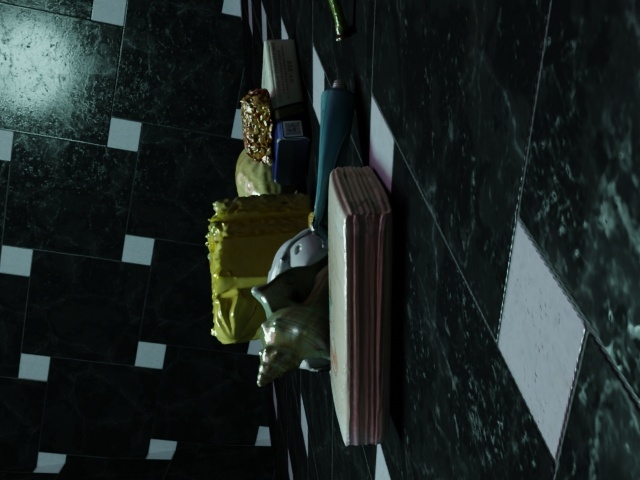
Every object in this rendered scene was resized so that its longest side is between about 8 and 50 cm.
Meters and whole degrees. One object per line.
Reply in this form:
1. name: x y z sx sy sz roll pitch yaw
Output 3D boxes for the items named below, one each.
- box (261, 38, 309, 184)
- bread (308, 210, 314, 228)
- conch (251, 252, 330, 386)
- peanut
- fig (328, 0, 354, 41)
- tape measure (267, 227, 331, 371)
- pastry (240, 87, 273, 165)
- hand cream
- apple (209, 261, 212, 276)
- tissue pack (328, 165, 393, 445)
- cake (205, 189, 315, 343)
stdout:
1. box: -0.075 -0.266 1.795 0.168 0.071 0.259 102 161 -61
2. bread: 0.000 0.000 1.532 0.083 0.044 0.110 -152 59 -85
3. conch: -0.040 0.116 1.276 0.114 0.137 0.233 99 -178 -45
4. peanut: -0.107 -0.072 1.899 0.159 0.143 0.291 -86 -9 -73
5. fig: 0.012 -0.358 1.067 0.259 0.151 0.151 40 -143 -61
6. tape measure: -0.021 0.094 1.421 0.197 0.120 0.236 164 106 -65
7. pastry: -0.128 -0.224 1.721 0.087 0.063 0.169 -110 18 -51
8. hand cream: 0.015 -0.111 1.169 0.083 0.048 0.224 37 -123 -68
9. apple: -0.143 0.060 2.124 0.246 0.246 0.226 -106 -5 -54
10. tissue pack: 0.048 0.083 1.115 0.170 0.071 0.325 -100 7 -65
11. cake: -0.109 0.081 1.700 0.222 0.228 0.286 97 166 -53
